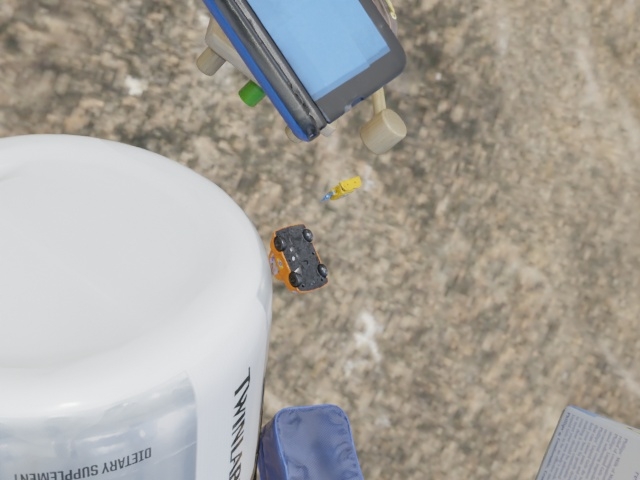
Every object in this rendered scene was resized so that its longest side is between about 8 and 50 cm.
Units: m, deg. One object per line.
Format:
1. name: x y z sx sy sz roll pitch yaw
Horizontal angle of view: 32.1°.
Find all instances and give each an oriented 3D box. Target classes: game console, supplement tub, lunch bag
1. game console: -0.033 -0.274 1.234 0.173 0.250 0.293 -35 96 2
2. supplement tub: -0.128 0.126 0.538 0.194 0.193 0.316 -28 138 -37
3. lunch bag: -0.013 0.177 0.877 0.067 0.098 0.065 1 149 -25

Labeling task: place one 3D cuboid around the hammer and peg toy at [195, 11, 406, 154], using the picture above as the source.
1. hammer and peg toy: -0.031 -0.281 1.835 0.361 0.266 0.127 36 120 -22

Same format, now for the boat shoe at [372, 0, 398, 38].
1. boat shoe: -0.009 -0.378 1.548 0.097 0.324 0.116 -1 135 -46

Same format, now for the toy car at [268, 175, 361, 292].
1. toy car: 0.000 0.000 0.931 0.122 0.040 0.060 -39 94 -40

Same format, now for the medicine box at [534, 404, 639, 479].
1. medicine box: 0.391 0.297 1.076 0.263 0.289 0.149 22 88 -26
